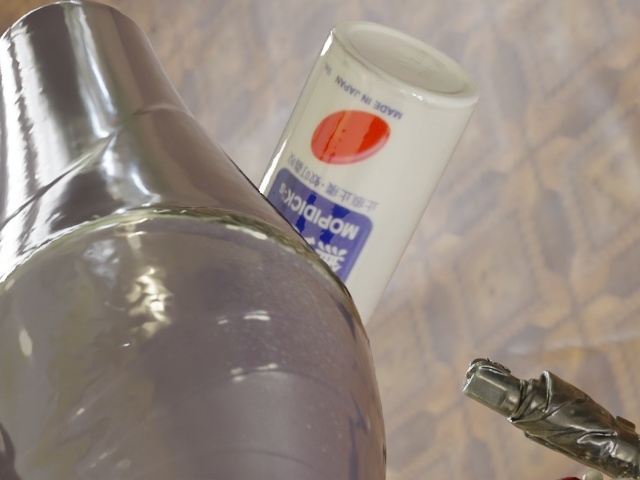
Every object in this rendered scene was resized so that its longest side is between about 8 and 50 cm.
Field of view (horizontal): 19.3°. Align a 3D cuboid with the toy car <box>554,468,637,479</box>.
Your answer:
[{"bbox_3d":[0.217,0.230,1.462,0.112,0.139,0.112,-23,77,27],"label":"toy car"}]

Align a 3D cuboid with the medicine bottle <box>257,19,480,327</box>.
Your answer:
[{"bbox_3d":[0.000,0.000,1.511,0.341,0.130,0.130,-64,37,25],"label":"medicine bottle"}]

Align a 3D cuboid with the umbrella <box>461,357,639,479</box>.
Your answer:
[{"bbox_3d":[0.226,0.163,1.576,0.059,0.236,0.066,-61,4,15],"label":"umbrella"}]

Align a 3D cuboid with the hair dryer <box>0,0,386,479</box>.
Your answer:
[{"bbox_3d":[-0.152,0.088,0.588,0.361,0.121,0.301,-37,34,8],"label":"hair dryer"}]
